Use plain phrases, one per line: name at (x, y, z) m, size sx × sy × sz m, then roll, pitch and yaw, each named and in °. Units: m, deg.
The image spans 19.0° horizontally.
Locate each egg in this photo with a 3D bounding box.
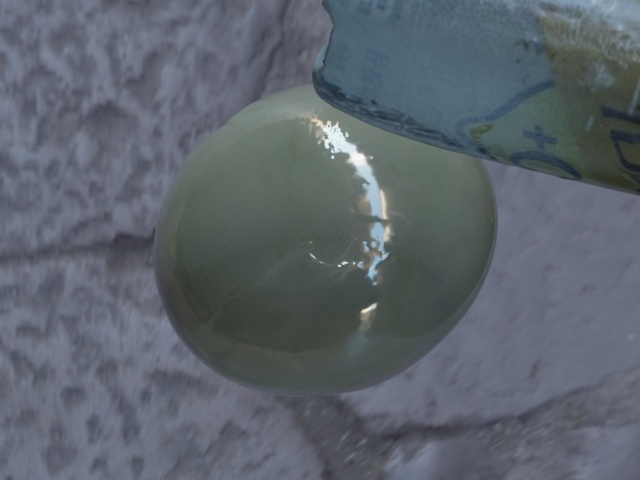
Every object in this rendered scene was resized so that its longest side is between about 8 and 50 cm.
egg at (0.000, 0.000, 1.345) m, size 0.219 × 0.269 × 0.219 m, roll 27°, pitch 45°, yaw -30°

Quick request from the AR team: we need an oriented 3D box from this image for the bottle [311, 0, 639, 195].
bottle at (0.134, -0.047, 0.595) m, size 0.270 × 0.083 × 0.083 m, roll 15°, pitch 73°, yaw 5°
